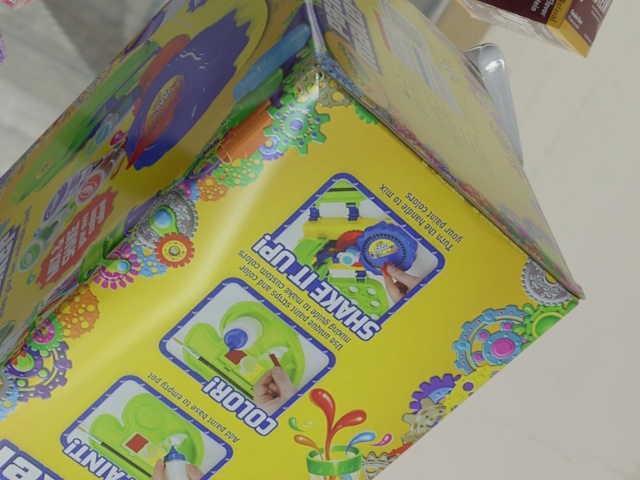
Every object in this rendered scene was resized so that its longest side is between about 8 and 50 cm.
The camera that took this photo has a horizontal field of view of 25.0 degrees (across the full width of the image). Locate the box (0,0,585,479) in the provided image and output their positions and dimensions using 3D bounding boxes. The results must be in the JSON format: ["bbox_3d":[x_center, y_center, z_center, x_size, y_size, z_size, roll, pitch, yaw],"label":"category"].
[{"bbox_3d":[-0.046,0.001,0.781,0.279,0.177,0.290,-44,-157,17],"label":"box"}]

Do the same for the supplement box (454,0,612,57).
[{"bbox_3d":[0.308,-0.387,2.016,0.194,0.129,0.191,25,-89,29],"label":"supplement box"}]

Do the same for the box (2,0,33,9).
[{"bbox_3d":[-0.366,-0.449,1.900,0.257,0.122,0.128,-55,178,27],"label":"box"}]

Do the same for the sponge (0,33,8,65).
[{"bbox_3d":[-0.294,-0.192,0.939,0.031,0.210,0.117,-51,176,-15],"label":"sponge"}]

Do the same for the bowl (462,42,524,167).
[{"bbox_3d":[0.165,-0.130,1.495,0.053,0.142,0.142,-10,-175,20],"label":"bowl"}]
